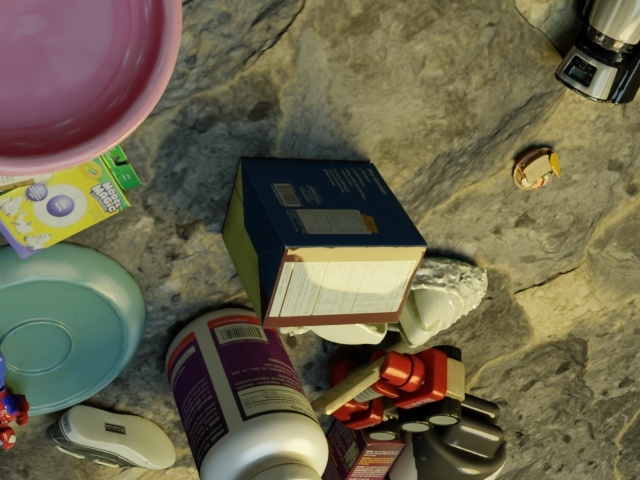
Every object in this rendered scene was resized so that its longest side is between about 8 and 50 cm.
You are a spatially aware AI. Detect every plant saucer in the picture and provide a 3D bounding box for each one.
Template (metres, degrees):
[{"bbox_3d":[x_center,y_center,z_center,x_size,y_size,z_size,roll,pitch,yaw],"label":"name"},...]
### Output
[{"bbox_3d":[-0.395,0.138,1.382,0.318,0.043,0.317,-12,131,-15],"label":"plant saucer"},{"bbox_3d":[-0.310,-0.232,1.009,0.332,0.084,0.332,-3,98,-20],"label":"plant saucer"}]

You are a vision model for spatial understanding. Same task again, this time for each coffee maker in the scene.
[{"bbox_3d":[0.421,-0.280,1.357,0.171,0.120,0.178,4,126,-28],"label":"coffee maker"}]

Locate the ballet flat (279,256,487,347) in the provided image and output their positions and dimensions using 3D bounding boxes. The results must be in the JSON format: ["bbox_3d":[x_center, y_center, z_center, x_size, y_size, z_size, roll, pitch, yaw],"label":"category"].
[{"bbox_3d":[0.092,0.104,1.515,0.409,0.147,0.147,4,125,-27],"label":"ballet flat"}]

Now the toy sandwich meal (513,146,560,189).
[{"bbox_3d":[0.332,-0.107,1.520,0.086,0.029,0.085,-13,131,-15],"label":"toy sandwich meal"}]

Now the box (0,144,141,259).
[{"bbox_3d":[-0.321,-0.058,1.252,0.179,0.043,0.105,-28,133,-4],"label":"box"}]

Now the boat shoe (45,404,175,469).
[{"bbox_3d":[-0.321,0.310,1.541,0.070,0.077,0.219,-34,136,26],"label":"boat shoe"}]

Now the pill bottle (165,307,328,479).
[{"bbox_3d":[-0.102,0.258,1.421,0.182,0.323,0.181,-12,131,-15],"label":"pill bottle"}]

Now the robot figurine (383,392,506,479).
[{"bbox_3d":[0.209,0.389,1.731,0.209,0.173,0.278,-18,142,-50],"label":"robot figurine"}]

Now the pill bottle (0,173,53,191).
[{"bbox_3d":[-0.424,-0.105,1.105,0.229,0.131,0.131,-14,132,-13],"label":"pill bottle"}]

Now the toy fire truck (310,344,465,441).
[{"bbox_3d":[0.074,0.234,1.554,0.246,0.158,0.217,24,147,-32],"label":"toy fire truck"}]

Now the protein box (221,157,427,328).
[{"bbox_3d":[0.000,0.000,1.339,0.201,0.199,0.136,0,127,-25],"label":"protein box"}]

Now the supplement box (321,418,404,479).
[{"bbox_3d":[0.057,0.384,1.749,0.081,0.104,0.188,9,123,-31],"label":"supplement box"}]

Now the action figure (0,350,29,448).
[{"bbox_3d":[-0.435,0.203,1.299,0.092,0.139,0.280,-13,134,-13],"label":"action figure"}]
